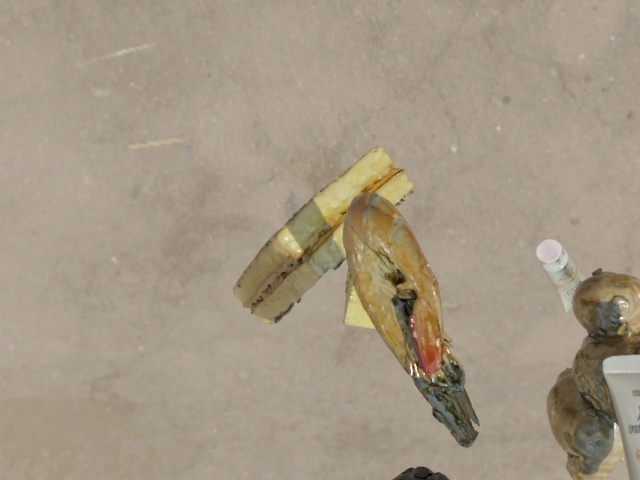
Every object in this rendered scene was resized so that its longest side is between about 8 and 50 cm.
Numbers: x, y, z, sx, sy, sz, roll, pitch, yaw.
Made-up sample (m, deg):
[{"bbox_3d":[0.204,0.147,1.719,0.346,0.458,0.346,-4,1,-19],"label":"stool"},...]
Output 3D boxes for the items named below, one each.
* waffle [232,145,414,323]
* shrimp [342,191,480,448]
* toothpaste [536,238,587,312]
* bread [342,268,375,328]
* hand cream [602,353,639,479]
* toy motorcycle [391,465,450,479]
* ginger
[{"bbox_3d":[0.000,0.000,1.533,0.114,0.261,0.376,48,156,2],"label":"waffle"},{"bbox_3d":[0.102,0.077,0.911,0.063,0.287,0.152,-23,168,-24],"label":"shrimp"},{"bbox_3d":[0.602,0.090,2.168,0.100,0.066,0.323,-44,142,3],"label":"toothpaste"},{"bbox_3d":[0.109,0.085,1.946,0.178,0.266,0.142,42,118,-16],"label":"bread"},{"bbox_3d":[0.497,0.315,1.253,0.140,0.314,0.089,-10,170,20],"label":"hand cream"},{"bbox_3d":[0.185,0.338,0.636,0.172,0.416,0.232,-24,123,-29],"label":"toy motorcycle"},{"bbox_3d":[0.492,0.252,1.506,0.177,0.256,0.375,0,118,-20],"label":"ginger"}]
